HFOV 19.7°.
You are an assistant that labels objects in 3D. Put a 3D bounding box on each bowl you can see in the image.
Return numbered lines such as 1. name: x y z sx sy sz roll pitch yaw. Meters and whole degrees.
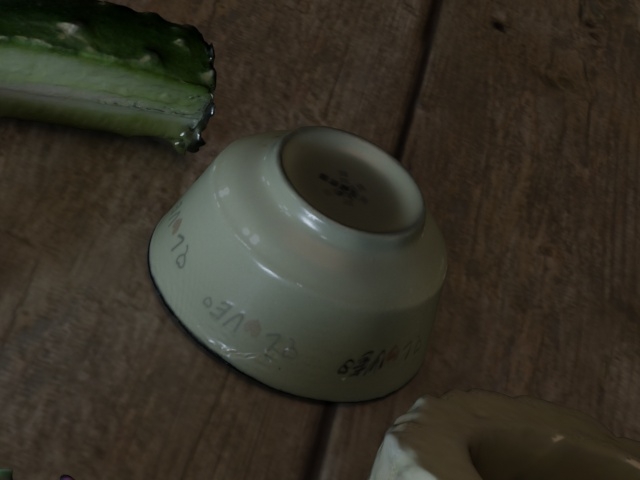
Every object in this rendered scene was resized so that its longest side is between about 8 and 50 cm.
1. bowl: 0.000 0.000 1.410 0.237 0.126 0.238 19 36 -15

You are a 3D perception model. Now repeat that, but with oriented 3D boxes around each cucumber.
1. cucumber: -0.249 -0.157 1.469 0.325 0.105 0.145 5 41 -24

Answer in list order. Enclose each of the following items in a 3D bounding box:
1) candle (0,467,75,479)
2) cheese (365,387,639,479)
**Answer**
1. candle: -0.217 0.201 0.960 0.330 0.187 0.187 -12 50 -44
2. cheese: 0.162 0.244 1.127 0.292 0.153 0.332 12 23 -36
